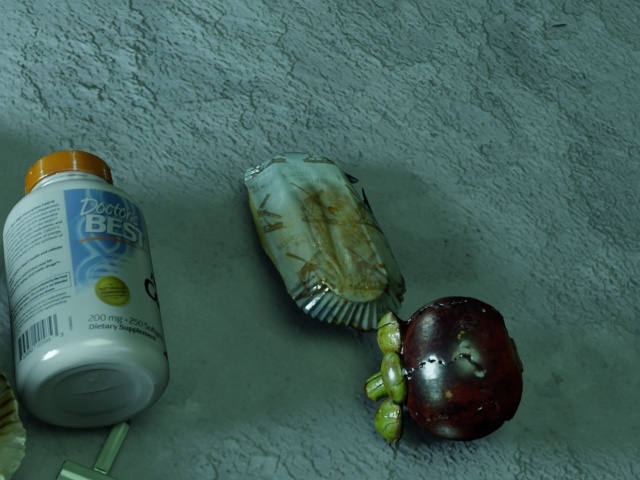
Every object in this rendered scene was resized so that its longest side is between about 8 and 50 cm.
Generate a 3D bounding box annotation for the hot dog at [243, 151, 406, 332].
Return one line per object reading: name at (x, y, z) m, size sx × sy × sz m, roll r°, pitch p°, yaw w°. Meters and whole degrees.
hot dog at (0.000, 0.000, 1.690) m, size 0.162 × 0.082 × 0.270 m, roll 2°, pitch 46°, yaw -29°

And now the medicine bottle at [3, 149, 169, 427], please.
medicine bottle at (-0.255, 0.042, 1.512) m, size 0.157 × 0.157 × 0.289 m, roll 0°, pitch 52°, yaw -19°

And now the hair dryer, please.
hair dryer at (-0.226, 0.221, 1.475) m, size 0.063 × 0.038 × 0.124 m, roll 23°, pitch 45°, yaw -2°

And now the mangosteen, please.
mangosteen at (0.135, 0.145, 1.588) m, size 0.180 × 0.166 × 0.166 m, roll -11°, pitch 56°, yaw 3°

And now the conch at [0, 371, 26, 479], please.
conch at (-0.427, 0.135, 1.379) m, size 0.263 × 0.186 × 0.324 m, roll -23°, pitch 79°, yaw -50°
